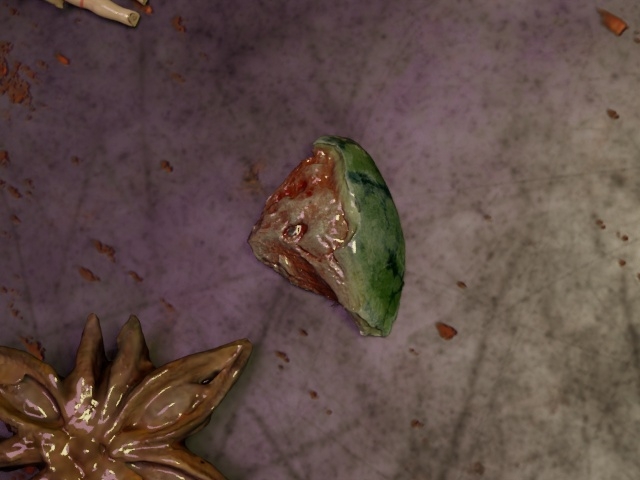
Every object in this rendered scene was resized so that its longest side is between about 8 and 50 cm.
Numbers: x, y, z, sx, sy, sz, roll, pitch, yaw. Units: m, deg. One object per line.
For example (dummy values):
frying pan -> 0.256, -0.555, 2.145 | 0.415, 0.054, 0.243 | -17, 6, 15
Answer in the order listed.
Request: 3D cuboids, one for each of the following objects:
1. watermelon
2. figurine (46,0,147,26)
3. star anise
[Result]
watermelon -> 0.000, 0.000, 1.083 | 0.139, 0.071, 0.187 | -13, 79, 13
figurine -> -0.257, -0.267, 1.173 | 0.187, 0.083, 0.083 | 27, 87, 4
star anise -> -0.207, 0.190, 1.071 | 0.349, 0.109, 0.292 | -27, 70, -5
